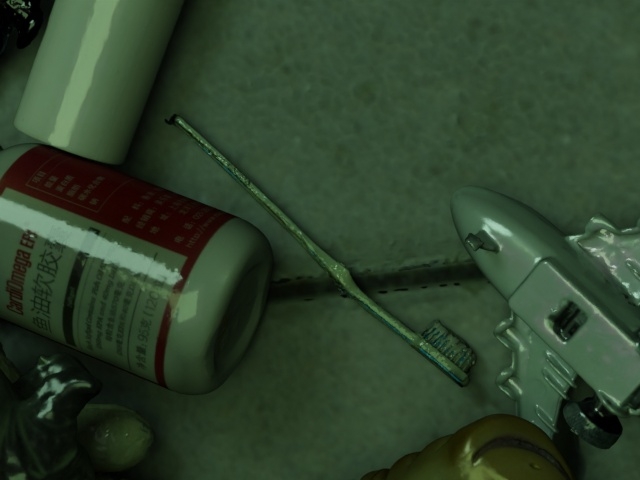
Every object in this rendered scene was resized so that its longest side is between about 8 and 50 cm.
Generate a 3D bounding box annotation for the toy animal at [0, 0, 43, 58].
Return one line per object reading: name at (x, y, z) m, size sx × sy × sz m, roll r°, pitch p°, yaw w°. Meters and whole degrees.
toy animal at (-0.227, -0.183, 1.030) m, size 0.062 × 0.108 × 0.220 m, roll 30°, pitch 111°, yaw -16°

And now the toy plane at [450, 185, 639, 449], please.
toy plane at (0.180, 0.053, 0.925) m, size 0.255 × 0.101 × 0.251 m, roll 42°, pitch 113°, yaw 10°

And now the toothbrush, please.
toothbrush at (-0.004, 0.004, 1.012) m, size 0.294 × 0.026 × 0.028 m, roll 39°, pitch 83°, yaw 10°

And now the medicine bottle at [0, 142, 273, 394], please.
medicine bottle at (-0.167, 0.011, 1.001) m, size 0.250 × 0.131 × 0.131 m, roll 21°, pitch 98°, yaw 13°

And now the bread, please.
bread at (0.078, 0.204, 0.951) m, size 0.225 × 0.081 × 0.134 m, roll -30°, pitch 94°, yaw 35°

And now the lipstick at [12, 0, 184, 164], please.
lipstick at (-0.125, -0.220, 1.002) m, size 0.087 × 0.087 × 0.327 m, roll 23°, pitch 98°, yaw 13°

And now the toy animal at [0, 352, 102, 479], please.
toy animal at (-0.205, 0.155, 0.926) m, size 0.168 × 0.106 × 0.343 m, roll -38°, pitch 103°, yaw -14°

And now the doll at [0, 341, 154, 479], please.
doll at (-0.214, 0.198, 1.042) m, size 0.278 × 0.149 × 0.175 m, roll 36°, pitch 63°, yaw -4°
